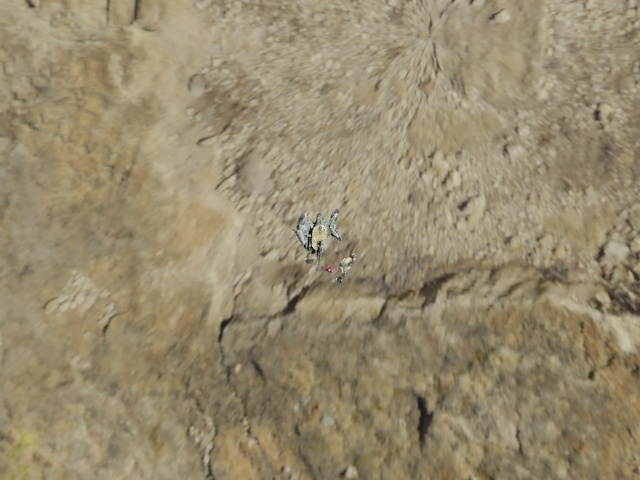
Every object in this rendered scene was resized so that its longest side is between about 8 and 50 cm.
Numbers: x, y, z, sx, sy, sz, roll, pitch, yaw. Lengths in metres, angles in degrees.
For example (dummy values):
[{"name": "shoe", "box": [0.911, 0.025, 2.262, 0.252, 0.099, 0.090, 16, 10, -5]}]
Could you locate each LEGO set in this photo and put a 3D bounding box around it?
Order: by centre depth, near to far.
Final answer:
[{"name": "LEGO set", "box": [-0.001, 0.003, 0.904, 0.023, 0.054, 0.083, 13, 136, 40]}]
